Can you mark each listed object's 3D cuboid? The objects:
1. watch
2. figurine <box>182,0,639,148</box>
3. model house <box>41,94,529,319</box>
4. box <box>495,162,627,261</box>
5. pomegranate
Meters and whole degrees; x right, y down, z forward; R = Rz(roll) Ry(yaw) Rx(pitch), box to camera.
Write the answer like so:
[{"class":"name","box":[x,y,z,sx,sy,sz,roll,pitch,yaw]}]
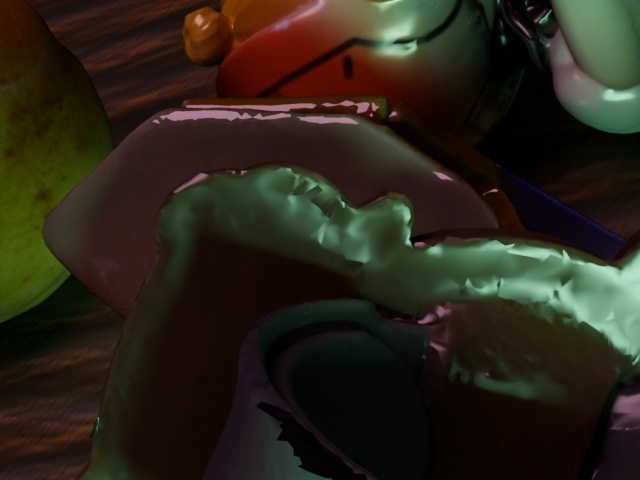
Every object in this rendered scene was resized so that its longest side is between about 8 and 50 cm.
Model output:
[{"class":"watch","box":[0.053,0.138,0.842,0.327,0.335,0.314,-85,14,-75]},{"class":"figurine","box":[0.068,-0.135,1.260,0.323,0.320,0.196,-6,83,24]},{"class":"model house","box":[0.000,0.000,1.123,0.199,0.229,0.219,-45,81,11]},{"class":"box","box":[0.077,0.084,1.179,0.259,0.071,0.168,-47,36,-5]},{"class":"pomegranate","box":[-0.304,-0.070,1.505,0.307,0.307,0.307,-25,40,23]}]
